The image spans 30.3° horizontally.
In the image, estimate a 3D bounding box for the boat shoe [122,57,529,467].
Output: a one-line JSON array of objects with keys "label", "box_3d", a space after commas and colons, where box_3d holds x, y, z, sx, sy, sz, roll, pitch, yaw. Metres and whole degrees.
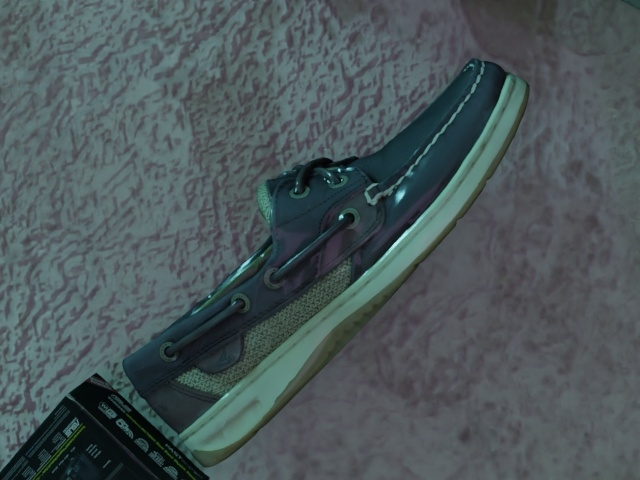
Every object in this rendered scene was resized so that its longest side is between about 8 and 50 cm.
[{"label": "boat shoe", "box_3d": [0.000, 0.000, 0.667, 0.092, 0.103, 0.285, 41, 97, -6]}]

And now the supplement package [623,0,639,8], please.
[{"label": "supplement package", "box_3d": [0.179, -0.248, 0.609, 0.263, 0.199, 0.198, 24, 91, -1]}]

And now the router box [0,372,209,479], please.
[{"label": "router box", "box_3d": [-0.137, 0.150, 0.681, 0.092, 0.038, 0.122, 44, 111, 2]}]
